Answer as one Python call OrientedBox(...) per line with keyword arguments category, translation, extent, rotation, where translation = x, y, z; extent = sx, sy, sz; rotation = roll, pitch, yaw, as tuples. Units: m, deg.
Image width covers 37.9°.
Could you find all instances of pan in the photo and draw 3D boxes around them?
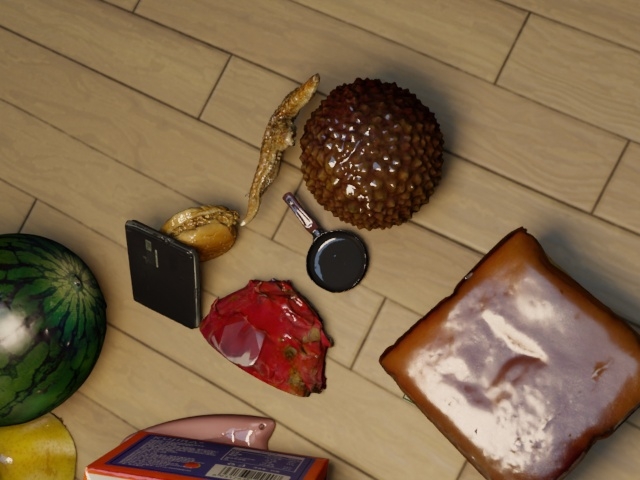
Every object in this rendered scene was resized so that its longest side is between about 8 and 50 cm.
OrientedBox(category="pan", translation=(0.000, 0.000, 1.683), extent=(0.115, 0.040, 0.212), rotation=(-39, 78, 8))

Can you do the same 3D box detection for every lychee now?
OrientedBox(category="lychee", translation=(0.081, -0.150, 1.578), extent=(0.267, 0.267, 0.268), rotation=(-3, 79, 17))

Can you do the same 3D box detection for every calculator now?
OrientedBox(category="calculator", translation=(-0.231, 0.428, 1.672), extent=(0.329, 0.048, 0.220), rotation=(-12, 78, 15))

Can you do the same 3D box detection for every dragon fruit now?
OrientedBox(category="dragon fruit", translation=(-0.095, 0.168, 1.638), extent=(0.261, 0.189, 0.163), rotation=(34, 122, 16))

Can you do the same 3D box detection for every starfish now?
OrientedBox(category="starfish", translation=(-0.071, -0.184, 1.633), extent=(0.060, 0.302, 0.299), rotation=(28, 70, -5))

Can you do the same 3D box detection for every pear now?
OrientedBox(category="pear", translation=(-0.603, 0.428, 1.723), extent=(0.266, 0.178, 0.267), rotation=(-5, 75, 19))

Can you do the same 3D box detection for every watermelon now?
OrientedBox(category="watermelon", translation=(-0.557, 0.160, 1.678), extent=(0.363, 0.363, 0.363), rotation=(-3, 79, 17))

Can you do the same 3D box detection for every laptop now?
OrientedBox(category="laptop", translation=(-0.283, 0.066, 1.690), extent=(0.154, 0.207, 0.026), rotation=(25, 48, 19))

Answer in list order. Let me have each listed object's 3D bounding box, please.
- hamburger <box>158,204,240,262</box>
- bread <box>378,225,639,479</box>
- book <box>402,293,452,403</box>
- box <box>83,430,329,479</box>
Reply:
OrientedBox(category="hamburger", translation=(-0.222, -0.009, 1.702), extent=(0.147, 0.138, 0.083), rotation=(-37, 71, 47))
OrientedBox(category="bread", translation=(0.316, 0.197, 1.467), extent=(0.323, 0.143, 0.333), rotation=(-47, 70, 5))
OrientedBox(category="book", translation=(0.295, 0.233, 1.557), extent=(0.264, 0.027, 0.202), rotation=(25, 87, 21))
OrientedBox(category="box", translation=(-0.182, 0.501, 1.493), extent=(0.348, 0.257, 0.319), rotation=(5, 94, 10))
